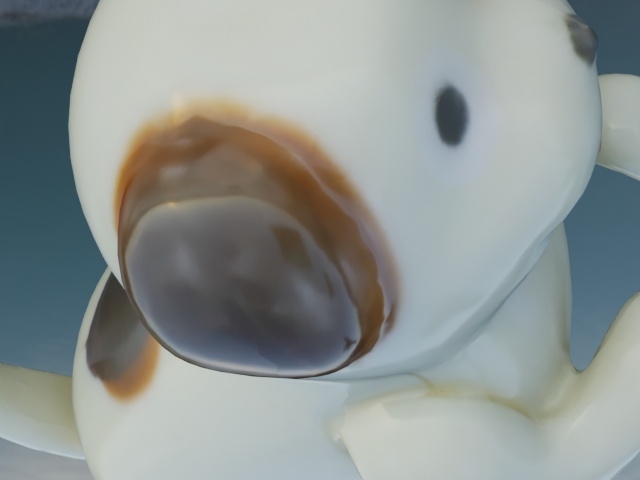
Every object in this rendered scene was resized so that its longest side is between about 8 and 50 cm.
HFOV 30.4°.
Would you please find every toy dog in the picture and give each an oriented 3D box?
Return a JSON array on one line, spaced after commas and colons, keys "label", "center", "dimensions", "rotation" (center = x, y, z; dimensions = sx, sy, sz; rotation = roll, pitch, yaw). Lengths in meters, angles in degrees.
[{"label": "toy dog", "center": [0.000, 0.000, 0.581], "dimensions": [0.395, 0.285, 0.408], "rotation": [9, 150, 3]}]
